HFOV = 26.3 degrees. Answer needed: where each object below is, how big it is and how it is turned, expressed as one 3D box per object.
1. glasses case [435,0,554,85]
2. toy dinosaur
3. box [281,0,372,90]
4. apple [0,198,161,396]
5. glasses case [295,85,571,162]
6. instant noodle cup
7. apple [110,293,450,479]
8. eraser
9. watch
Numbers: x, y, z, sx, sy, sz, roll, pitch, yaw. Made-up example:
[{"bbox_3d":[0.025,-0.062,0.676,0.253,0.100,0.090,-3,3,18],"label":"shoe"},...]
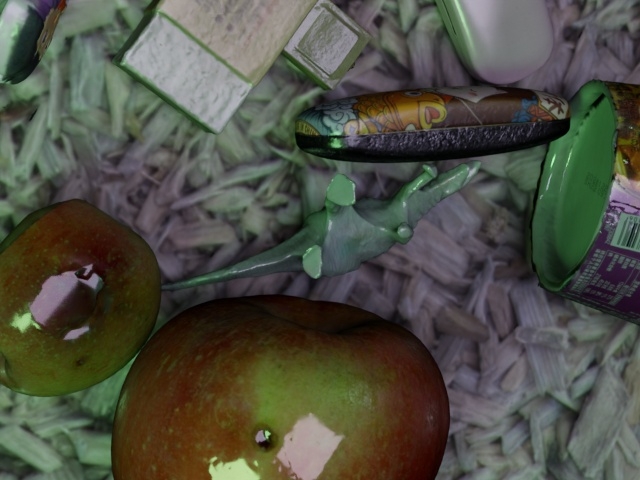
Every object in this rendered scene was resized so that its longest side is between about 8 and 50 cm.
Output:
[{"bbox_3d":[0.177,-0.321,1.565,0.113,0.075,0.297,-26,103,-13],"label":"glasses case"},{"bbox_3d":[0.000,0.000,1.502,0.393,0.205,0.092,-28,85,6],"label":"toy dinosaur"},{"bbox_3d":[0.005,-0.222,1.540,0.083,0.035,0.079,39,84,-20],"label":"box"},{"bbox_3d":[-0.264,0.066,1.411,0.188,0.174,0.207,-54,155,-25],"label":"apple"},{"bbox_3d":[0.129,-0.132,1.547,0.321,0.122,0.082,-6,98,-18],"label":"glasses case"},{"bbox_3d":[0.404,-0.035,1.570,0.266,0.340,0.340,12,93,-8],"label":"instant noodle cup"},{"bbox_3d":[-0.042,0.205,1.421,0.348,0.348,0.277,7,97,-19],"label":"apple"},{"bbox_3d":[-0.071,-0.290,1.484,0.144,0.078,0.343,37,85,-19],"label":"eraser"},{"bbox_3d":[-0.348,-0.296,1.337,0.231,0.196,0.244,21,91,-13],"label":"watch"}]
